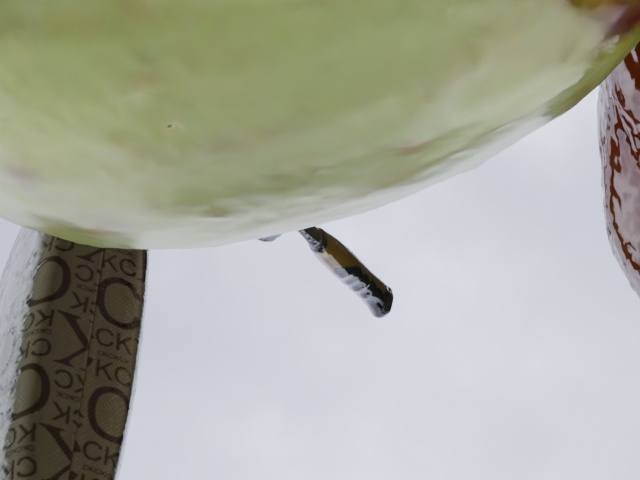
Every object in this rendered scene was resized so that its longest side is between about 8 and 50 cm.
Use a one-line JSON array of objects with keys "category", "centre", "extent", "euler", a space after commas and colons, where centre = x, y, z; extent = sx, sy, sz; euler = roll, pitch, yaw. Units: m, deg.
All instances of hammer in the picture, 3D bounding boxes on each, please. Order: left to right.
[{"category": "hammer", "centre": [0.000, 0.000, 1.356], "extent": [0.201, 0.021, 0.078], "euler": [42, -152, -53]}]

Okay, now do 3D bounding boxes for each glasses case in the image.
[{"category": "glasses case", "centre": [-0.159, 0.087, 1.174], "extent": [0.085, 0.137, 0.354], "euler": [21, -137, -17]}]

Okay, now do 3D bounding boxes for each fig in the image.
[{"category": "fig", "centre": [-0.021, -0.116, 0.698], "extent": [0.326, 0.258, 0.258], "euler": [7, -167, 33]}]

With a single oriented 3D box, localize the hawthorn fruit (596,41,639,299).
[{"category": "hawthorn fruit", "centre": [0.218, -0.063, 0.807], "extent": [0.224, 0.224, 0.261], "euler": [19, -155, 5]}]
